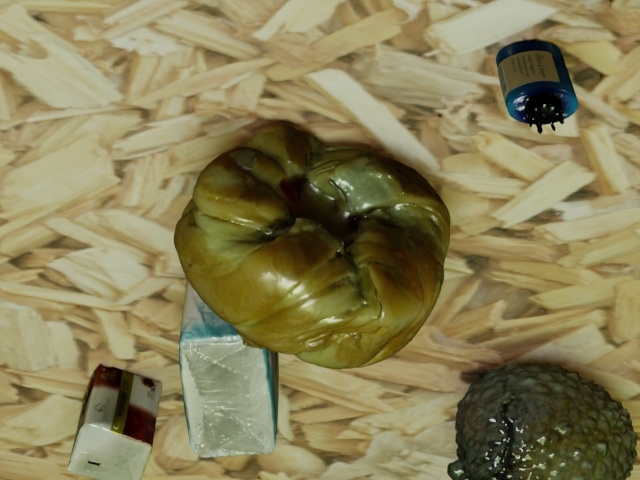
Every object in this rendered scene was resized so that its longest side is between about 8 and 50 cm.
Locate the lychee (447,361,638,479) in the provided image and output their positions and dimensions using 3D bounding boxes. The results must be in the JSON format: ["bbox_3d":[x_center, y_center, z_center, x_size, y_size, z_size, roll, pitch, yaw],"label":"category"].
[{"bbox_3d":[0.308,0.291,2.107,0.274,0.255,0.255,-13,120,-3],"label":"lychee"}]

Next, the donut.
[{"bbox_3d":[0.000,0.000,1.896,0.360,0.360,0.170,21,127,-12],"label":"donut"}]

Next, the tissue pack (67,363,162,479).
[{"bbox_3d":[-0.290,0.262,2.143,0.106,0.149,0.099,17,119,-10],"label":"tissue pack"}]

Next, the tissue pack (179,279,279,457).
[{"bbox_3d":[-0.119,0.133,1.998,0.124,0.271,0.201,-1,120,0],"label":"tissue pack"}]

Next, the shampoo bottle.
[{"bbox_3d":[0.268,-0.191,1.864,0.087,0.183,0.050,-3,122,1],"label":"shampoo bottle"}]
